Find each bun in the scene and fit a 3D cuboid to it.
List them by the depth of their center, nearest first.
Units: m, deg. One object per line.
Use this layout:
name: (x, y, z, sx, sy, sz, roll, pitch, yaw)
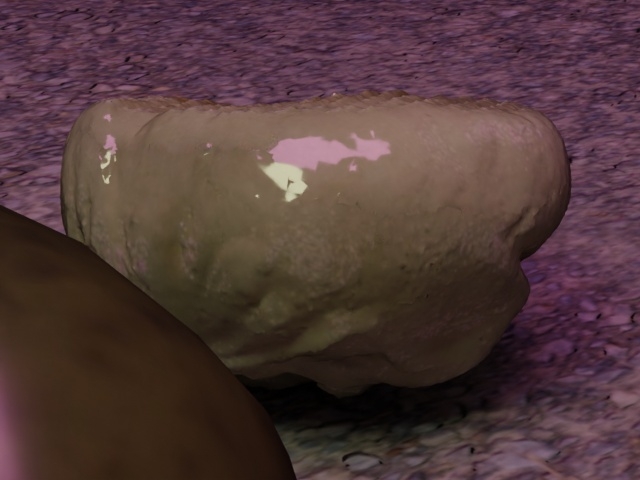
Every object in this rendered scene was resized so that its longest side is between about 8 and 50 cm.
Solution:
bun: (0.000, 0.000, 1.422, 0.365, 0.219, 0.365, 1, 6, 0)

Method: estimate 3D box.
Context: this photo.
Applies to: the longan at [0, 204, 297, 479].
longan: (-0.196, 0.149, 0.901, 0.404, 0.336, 0.404, 13, 14, -3)
